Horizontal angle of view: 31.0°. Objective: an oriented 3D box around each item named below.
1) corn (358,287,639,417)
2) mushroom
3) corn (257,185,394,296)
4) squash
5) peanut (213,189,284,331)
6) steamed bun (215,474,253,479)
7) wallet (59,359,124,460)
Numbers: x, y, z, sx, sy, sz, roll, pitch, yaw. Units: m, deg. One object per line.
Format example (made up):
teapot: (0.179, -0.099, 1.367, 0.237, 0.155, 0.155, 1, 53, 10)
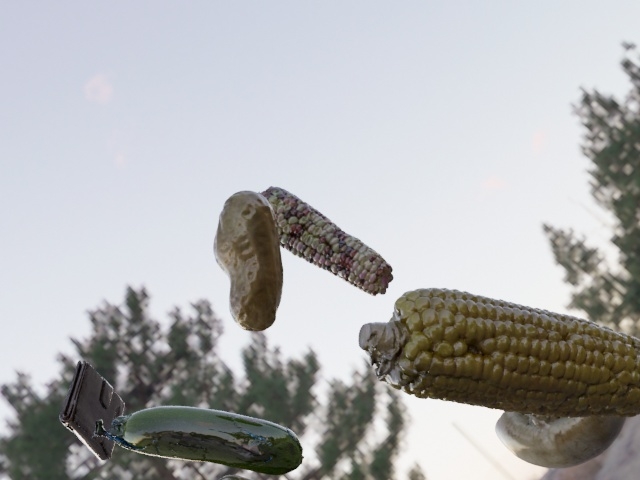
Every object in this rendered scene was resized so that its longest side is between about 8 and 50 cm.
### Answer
corn: (0.195, 0.121, 1.178, 0.119, 0.321, 0.119, -167, 90, -76)
mushroom: (0.435, 0.284, 2.020, 0.254, 0.189, 0.195, -56, -41, -7)
corn: (0.000, 0.000, 1.973, 0.092, 0.280, 0.092, -54, -14, -20)
squash: (-0.185, 0.297, 1.754, 0.087, 0.331, 0.087, 5, -90, -77)
peanut: (-0.112, 0.032, 1.812, 0.108, 0.226, 0.095, -11, -11, 9)
steamed bun: (-0.090, 0.548, 1.875, 0.324, 0.372, 0.230, -16, -69, -32)
wallet: (-0.425, 0.321, 2.160, 0.230, 0.042, 0.124, 69, -152, -59)
